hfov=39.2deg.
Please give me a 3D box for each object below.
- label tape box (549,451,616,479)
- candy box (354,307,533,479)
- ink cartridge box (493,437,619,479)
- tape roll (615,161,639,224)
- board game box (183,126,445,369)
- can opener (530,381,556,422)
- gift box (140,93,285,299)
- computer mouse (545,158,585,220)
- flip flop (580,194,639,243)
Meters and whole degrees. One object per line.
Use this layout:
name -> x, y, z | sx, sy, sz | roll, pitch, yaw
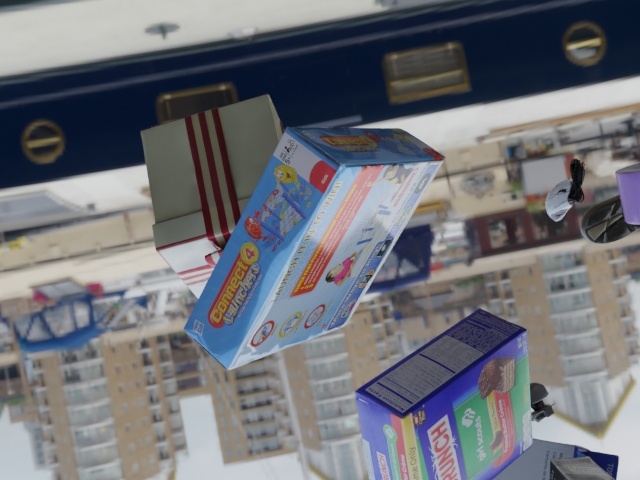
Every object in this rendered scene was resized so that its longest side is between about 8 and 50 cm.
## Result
label tape box -> 0.556, 0.613, 1.947 | 0.115, 0.249, 0.348 | 2, 179, 1
candy box -> 0.224, 0.312, 1.559 | 0.317, 0.268, 0.122 | -28, -148, -31
ink cartridge box -> 0.531, 0.648, 2.176 | 0.330, 0.324, 0.071 | 1, 162, 36
tape roll -> 0.632, -0.101, 1.472 | 0.274, 0.090, 0.275 | -13, -176, 1
board game box -> 0.000, 0.000, 1.193 | 0.302, 0.086, 0.308 | -10, 134, -59
can opener -> 0.413, 0.389, 1.974 | 0.283, 0.095, 0.076 | -13, 163, -41
gift box -> -0.122, -0.059, 1.446 | 0.276, 0.258, 0.255 | -17, 155, 9
computer mouse -> 0.519, -0.096, 1.932 | 0.042, 0.106, 0.193 | 9, 159, -2
flip flop -> 0.655, -0.066, 1.845 | 0.277, 0.112, 0.080 | -18, -163, -6
